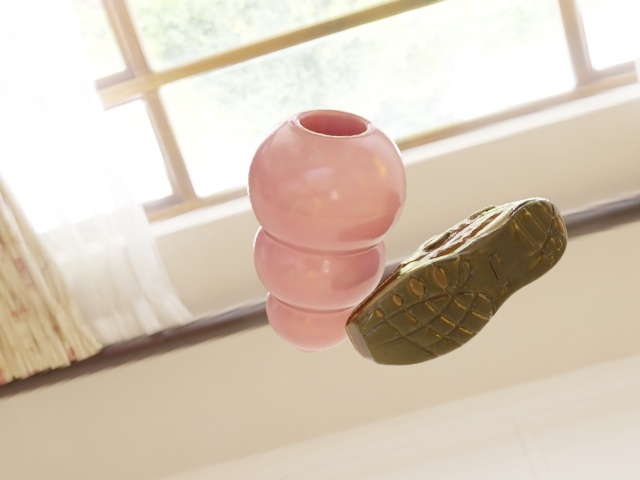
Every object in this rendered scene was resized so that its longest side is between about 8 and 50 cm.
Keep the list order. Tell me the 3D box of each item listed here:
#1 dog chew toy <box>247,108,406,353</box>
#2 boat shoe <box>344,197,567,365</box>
[{"bbox_3d":[0.000,0.000,1.284,0.206,0.332,0.207,5,-153,-3],"label":"dog chew toy"},{"bbox_3d":[0.169,0.050,1.248,0.324,0.123,0.120,-29,-162,-21],"label":"boat shoe"}]
